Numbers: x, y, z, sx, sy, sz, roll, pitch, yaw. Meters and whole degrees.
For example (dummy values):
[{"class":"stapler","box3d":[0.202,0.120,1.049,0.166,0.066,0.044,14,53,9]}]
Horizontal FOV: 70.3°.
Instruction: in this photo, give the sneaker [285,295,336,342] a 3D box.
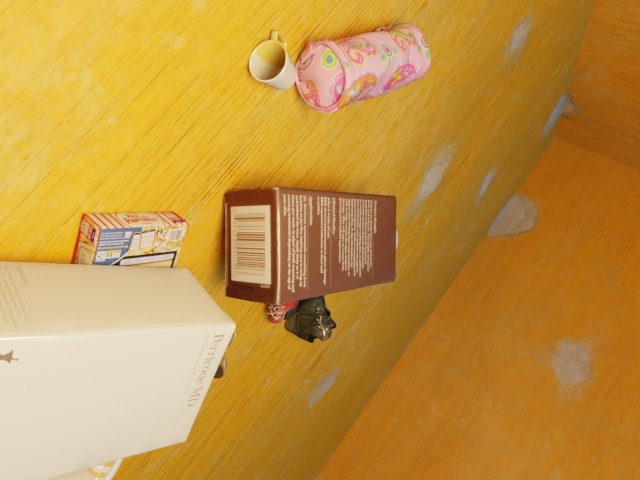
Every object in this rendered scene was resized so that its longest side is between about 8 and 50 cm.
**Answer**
[{"class":"sneaker","box3d":[-0.004,0.168,1.165,0.087,0.130,0.227,-15,129,-55]}]

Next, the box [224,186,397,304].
[{"class":"box","box3d":[0.000,0.000,0.884,0.381,0.143,0.191,-2,93,-50]}]

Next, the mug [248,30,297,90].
[{"class":"mug","box3d":[-0.062,-0.266,0.690,0.078,0.062,0.064,-54,161,9]}]

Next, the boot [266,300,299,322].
[{"class":"boot","box3d":[-0.103,0.122,1.005,0.244,0.088,0.176,-5,124,-61]}]

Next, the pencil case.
[{"class":"pencil case","box3d":[0.084,-0.317,0.816,0.284,0.124,0.124,-33,144,-39]}]

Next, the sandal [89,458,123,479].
[{"class":"sandal","box3d":[-0.375,0.333,0.779,0.265,0.102,0.076,-55,153,-23]}]

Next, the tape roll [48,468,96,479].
[{"class":"tape roll","box3d":[-0.436,0.427,0.607,0.246,0.246,0.169,-60,153,5]}]

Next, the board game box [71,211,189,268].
[{"class":"board game box","box3d":[-0.288,0.053,0.669,0.147,0.045,0.193,-6,124,-56]}]

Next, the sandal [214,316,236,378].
[{"class":"sandal","box3d":[-0.213,0.189,0.931,0.079,0.088,0.240,-75,179,-45]}]

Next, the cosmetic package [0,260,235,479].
[{"class":"cosmetic package","box3d":[-0.320,0.149,0.531,0.385,0.156,0.217,6,114,-46]}]
